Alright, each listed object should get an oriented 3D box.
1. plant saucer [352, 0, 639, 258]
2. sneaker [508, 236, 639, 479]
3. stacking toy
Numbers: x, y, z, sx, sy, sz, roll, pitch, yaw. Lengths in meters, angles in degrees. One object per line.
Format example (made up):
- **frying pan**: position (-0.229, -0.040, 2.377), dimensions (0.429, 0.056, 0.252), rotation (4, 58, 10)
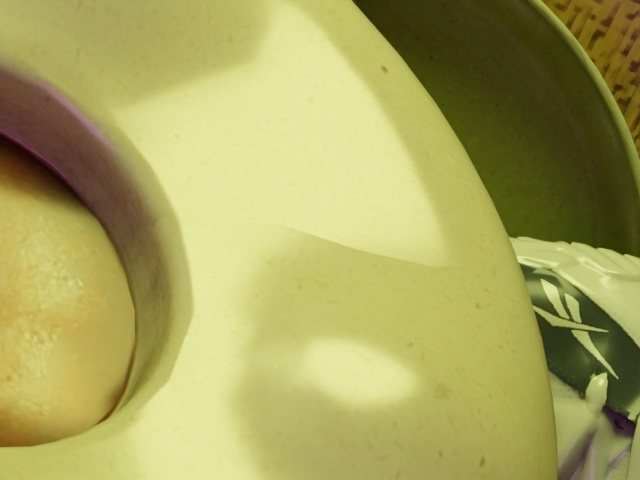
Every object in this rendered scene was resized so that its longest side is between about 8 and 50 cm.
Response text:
- **plant saucer**: position (0.000, 0.000, 0.703), dimensions (0.241, 0.037, 0.241), rotation (5, 105, 18)
- **sneaker**: position (0.114, 0.087, 0.594), dimensions (0.235, 0.153, 0.094), rotation (32, 107, -10)
- **stacking toy**: position (-0.187, 0.115, 0.614), dimensions (0.350, 0.350, 0.480), rotation (44, 132, 4)
